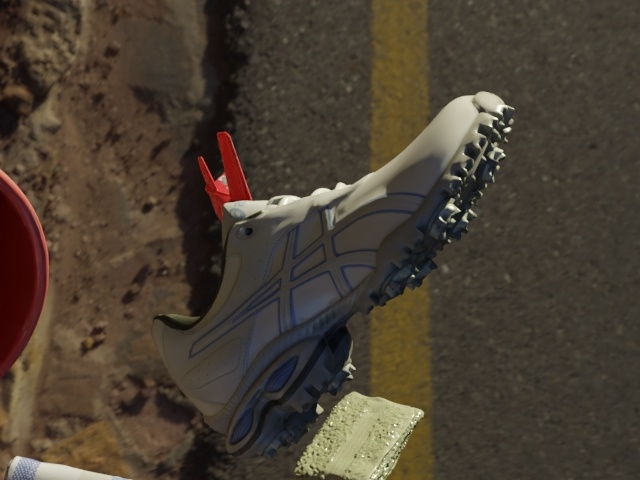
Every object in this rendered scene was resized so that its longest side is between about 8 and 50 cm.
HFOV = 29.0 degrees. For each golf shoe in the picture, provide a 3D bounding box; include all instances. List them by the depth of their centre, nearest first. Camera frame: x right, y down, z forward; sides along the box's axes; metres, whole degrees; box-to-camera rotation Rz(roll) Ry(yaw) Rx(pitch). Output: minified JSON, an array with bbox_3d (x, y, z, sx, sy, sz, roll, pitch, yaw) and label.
[{"bbox_3d":[0.000,0.000,0.489,0.086,0.069,0.176,41,96,14],"label":"golf shoe"}]

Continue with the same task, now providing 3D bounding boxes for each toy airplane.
[{"bbox_3d":[-0.081,-0.037,1.125,0.028,0.151,0.151,-22,82,-11],"label":"toy airplane"}]

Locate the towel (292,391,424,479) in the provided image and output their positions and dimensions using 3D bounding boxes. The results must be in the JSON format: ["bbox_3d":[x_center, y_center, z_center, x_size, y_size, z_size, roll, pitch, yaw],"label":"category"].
[{"bbox_3d":[0.041,0.228,1.391,0.148,0.110,0.027,-51,136,-43],"label":"towel"}]

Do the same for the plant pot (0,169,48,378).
[{"bbox_3d":[-0.392,-0.008,1.010,0.275,0.275,0.243,-8,31,-29],"label":"plant pot"}]

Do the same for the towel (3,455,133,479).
[{"bbox_3d":[-0.120,0.286,0.884,0.285,0.034,0.209,14,72,0],"label":"towel"}]
